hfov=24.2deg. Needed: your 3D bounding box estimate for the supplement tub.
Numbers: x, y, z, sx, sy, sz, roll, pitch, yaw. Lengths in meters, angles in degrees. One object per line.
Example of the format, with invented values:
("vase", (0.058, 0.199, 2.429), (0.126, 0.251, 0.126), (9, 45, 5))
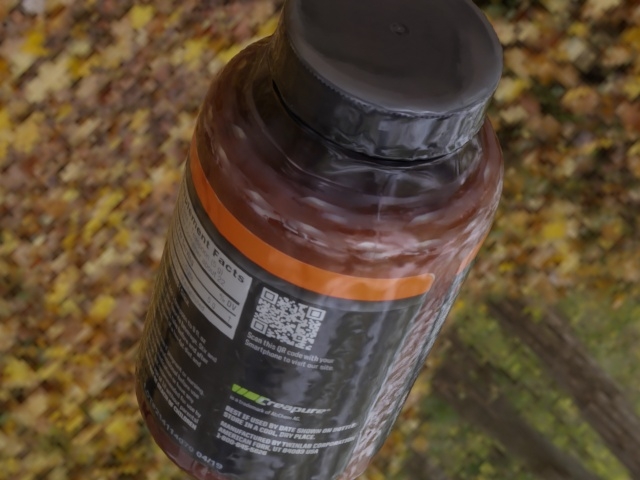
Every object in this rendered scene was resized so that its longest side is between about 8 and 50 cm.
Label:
("supplement tub", (0.000, 0.000, 0.518), (0.106, 0.106, 0.198), (-34, 157, -38))
